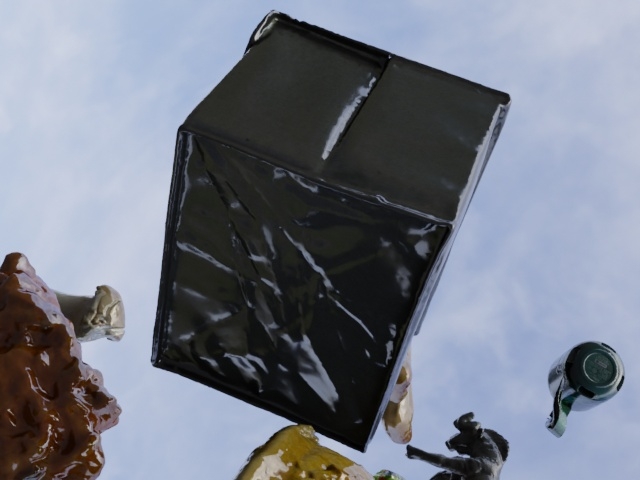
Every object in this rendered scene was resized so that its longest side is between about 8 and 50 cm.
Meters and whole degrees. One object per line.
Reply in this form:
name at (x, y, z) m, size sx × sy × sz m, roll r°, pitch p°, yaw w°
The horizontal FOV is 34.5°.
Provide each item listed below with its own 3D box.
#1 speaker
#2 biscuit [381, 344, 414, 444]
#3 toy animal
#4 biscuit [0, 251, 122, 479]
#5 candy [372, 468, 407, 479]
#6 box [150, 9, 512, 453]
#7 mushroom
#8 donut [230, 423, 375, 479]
speaker at (0.243, 0.142, 0.997) m, size 0.094 × 0.075 × 0.060 m, roll -34°, pitch -104°, yaw -17°
biscuit at (0.102, 0.140, 1.345) m, size 0.047 × 0.164 × 0.208 m, roll 0°, pitch -132°, yaw 7°
toy animal at (0.207, 0.346, 1.435) m, size 0.148 × 0.084 × 0.233 m, roll -16°, pitch -133°, yaw 3°
biscuit at (-0.402, 0.205, 1.187) m, size 0.312 × 0.110 × 0.318 m, roll -37°, pitch -118°, yaw -3°
candy at (0.039, 0.334, 1.159) m, size 0.194 × 0.058 × 0.062 m, roll -58°, pitch -171°, yaw 26°
box at (0.000, -0.001, 1.014) m, size 0.204 × 0.251 × 0.345 m, roll -59°, pitch 168°, yaw -46°
mushroom at (-0.377, 0.112, 1.418) m, size 0.225 × 0.093 × 0.116 m, roll 5°, pitch -84°, yaw 24°
donut at (-0.049, 0.342, 0.959) m, size 0.160 × 0.330 × 0.330 m, roll 30°, pitch -85°, yaw 22°
